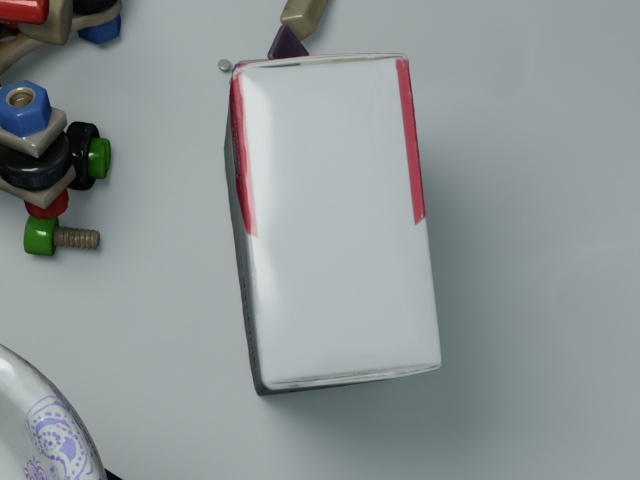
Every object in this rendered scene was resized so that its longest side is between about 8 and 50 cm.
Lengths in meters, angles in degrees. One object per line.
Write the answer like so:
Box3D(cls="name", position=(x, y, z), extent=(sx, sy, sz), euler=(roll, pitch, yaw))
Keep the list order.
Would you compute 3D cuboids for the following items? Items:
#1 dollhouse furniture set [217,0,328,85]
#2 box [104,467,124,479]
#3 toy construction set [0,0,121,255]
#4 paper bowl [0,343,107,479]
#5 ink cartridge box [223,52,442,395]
Box3D(cls="dollhouse furniture set", position=(-0.031, -0.170, 1.361), extent=(0.081, 0.091, 0.114), euler=(-1, 55, 37))
Box3D(cls="box", position=(-0.399, 0.316, 1.162), extent=(0.472, 0.297, 0.480), euler=(30, 84, -1))
Box3D(cls="toy construction set", position=(-0.294, -0.153, 1.216), extent=(0.237, 0.309, 0.257), euler=(6, 76, 3))
Box3D(cls="paper bowl", position=(-0.266, 0.187, 0.959), extent=(0.284, 0.148, 0.284), euler=(0, 82, -3))
Box3D(cls="ink cartridge box", position=(0.000, 0.000, 1.196), extent=(0.131, 0.306, 0.226), euler=(-7, 85, -3))
